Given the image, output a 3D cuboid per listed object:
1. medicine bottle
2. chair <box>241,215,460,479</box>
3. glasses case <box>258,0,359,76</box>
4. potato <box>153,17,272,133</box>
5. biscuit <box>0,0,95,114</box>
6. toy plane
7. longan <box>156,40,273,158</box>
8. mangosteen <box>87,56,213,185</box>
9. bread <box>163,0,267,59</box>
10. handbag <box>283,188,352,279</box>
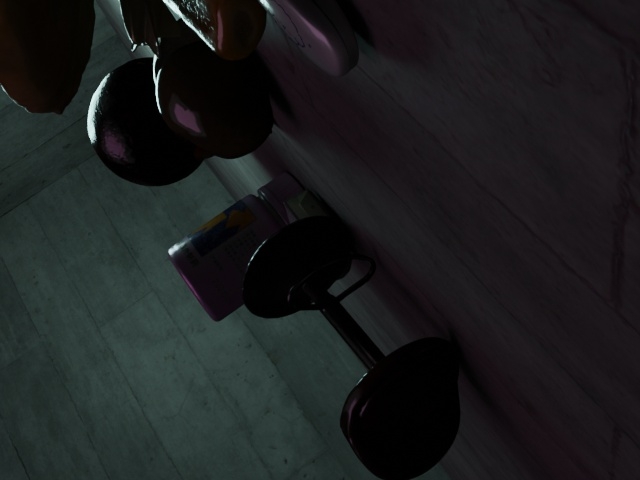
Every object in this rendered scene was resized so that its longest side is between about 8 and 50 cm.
[{"bbox_3d":[-0.140,0.011,1.686,0.178,0.291,0.178,53,173,9],"label":"medicine bottle"},{"bbox_3d":[0.063,0.164,1.353,0.401,0.226,0.226,49,171,36],"label":"chair"},{"bbox_3d":[-0.031,-0.229,0.766,0.197,0.049,0.076,53,173,15],"label":"glasses case"},{"bbox_3d":[-0.199,-0.256,1.456,0.243,0.138,0.098,58,178,-8],"label":"potato"},{"bbox_3d":[-0.329,-0.372,0.994,0.429,0.104,0.446,-123,32,-79],"label":"biscuit"},{"bbox_3d":[-0.216,-0.346,0.986,0.242,0.104,0.256,31,134,60],"label":"toy plane"},{"bbox_3d":[-0.154,-0.211,1.269,0.187,0.167,0.167,55,173,-8],"label":"longan"},{"bbox_3d":[-0.370,-0.266,1.984,0.360,0.306,0.306,26,158,32],"label":"mangosteen"},{"bbox_3d":[-0.138,-0.304,1.033,0.239,0.074,0.092,49,147,44],"label":"bread"},{"bbox_3d":[0.000,0.000,1.564,0.117,0.095,0.173,55,168,44],"label":"handbag"}]
